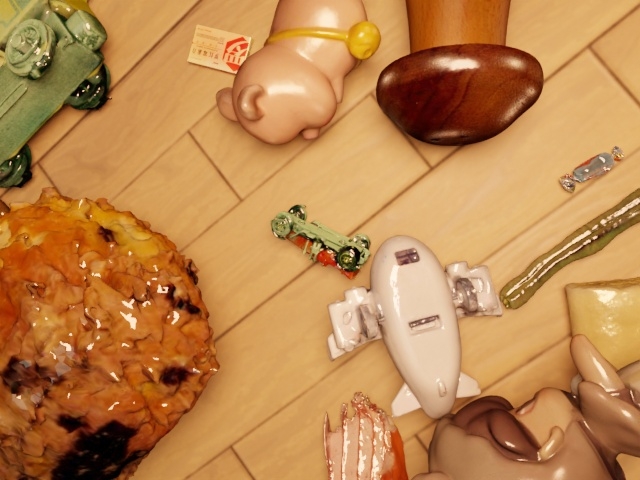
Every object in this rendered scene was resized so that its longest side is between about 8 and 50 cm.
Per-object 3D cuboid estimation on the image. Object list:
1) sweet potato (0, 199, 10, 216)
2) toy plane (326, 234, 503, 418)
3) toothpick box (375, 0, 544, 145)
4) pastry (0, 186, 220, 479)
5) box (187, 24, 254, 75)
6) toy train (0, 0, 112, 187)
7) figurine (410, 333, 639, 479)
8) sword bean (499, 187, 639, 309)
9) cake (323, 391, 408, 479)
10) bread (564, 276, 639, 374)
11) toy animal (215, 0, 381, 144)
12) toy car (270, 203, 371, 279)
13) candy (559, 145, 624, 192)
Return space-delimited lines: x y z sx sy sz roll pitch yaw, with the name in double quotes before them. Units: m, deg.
"sweet potato" -0.543 0.007 0.812 0.108 0.079 0.346 -29 82 24
"toy plane" 0.126 0.113 0.650 0.244 0.117 0.245 0 85 -3
"toothpick box" 0.164 -0.265 0.595 0.192 0.192 0.294 0 86 13
"pastry" -0.305 0.141 0.643 0.337 0.292 0.405 6 83 39
"box" -0.152 -0.288 0.746 0.093 0.015 0.058 17 97 12
"toy train" -0.498 -0.249 0.765 0.369 0.150 0.237 -39 75 11
"figurine" 0.279 0.234 0.537 0.380 0.248 0.203 -39 54 18
"sword bean" 0.347 0.002 0.633 0.269 0.038 0.043 -38 59 11
"cake" 0.071 0.358 0.672 0.098 0.135 0.287 -20 78 26
"bread" 0.391 0.136 0.613 0.139 0.060 0.178 -9 90 13
"toy animal" -0.018 -0.239 0.649 0.149 0.165 0.248 38 85 -15
"toy car" 0.000 0.000 0.693 0.143 0.073 0.054 26 115 10
"candy" 0.352 -0.091 0.636 0.083 0.020 0.030 -29 86 10
